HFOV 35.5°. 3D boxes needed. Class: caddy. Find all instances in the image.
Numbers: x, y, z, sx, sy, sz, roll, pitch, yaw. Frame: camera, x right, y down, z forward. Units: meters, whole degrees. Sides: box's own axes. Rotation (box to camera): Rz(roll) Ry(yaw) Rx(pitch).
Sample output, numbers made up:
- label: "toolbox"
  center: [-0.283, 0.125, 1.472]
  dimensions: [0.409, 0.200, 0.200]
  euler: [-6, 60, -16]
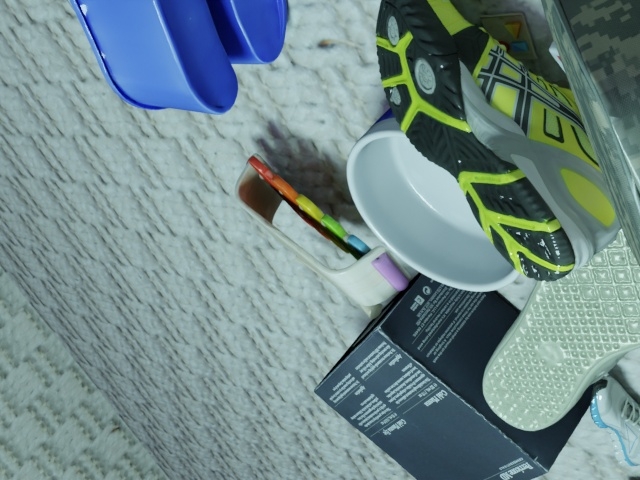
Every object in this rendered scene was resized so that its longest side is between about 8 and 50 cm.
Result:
- label: "caddy"
  center: [-0.187, -0.314, 1.237]
  dimensions: [0.179, 0.241, 0.341]
  euler: [16, 142, 31]

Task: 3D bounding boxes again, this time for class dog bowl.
- label: "dog bowl"
  center: [0.169, -0.065, 1.280]
  dimensions: [0.265, 0.104, 0.265]
  euler: [30, 150, 20]

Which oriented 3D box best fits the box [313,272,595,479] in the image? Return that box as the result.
- label: "box"
  center: [0.200, 0.232, 1.566]
  dimensions: [0.312, 0.179, 0.343]
  euler: [41, 151, 3]

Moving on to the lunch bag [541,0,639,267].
- label: "lunch bag"
  center: [0.304, -0.083, 0.619]
  dimensions: [0.256, 0.212, 0.305]
  euler: [-22, 123, 14]

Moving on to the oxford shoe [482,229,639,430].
- label: "oxford shoe"
  center: [0.349, 0.077, 1.248]
  dimensions: [0.169, 0.130, 0.449]
  euler: [42, 137, 13]

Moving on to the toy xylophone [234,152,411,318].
- label: "toy xylophone"
  center: [0.000, 0.000, 1.517]
  dimensions: [0.323, 0.081, 0.236]
  euler: [38, 175, 29]

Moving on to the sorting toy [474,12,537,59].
- label: "sorting toy"
  center: [0.199, -0.226, 1.121]
  dimensions: [0.083, 0.012, 0.062]
  euler: [8, 137, 45]

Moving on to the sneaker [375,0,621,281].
- label: "sneaker"
  center: [0.193, -0.137, 1.095]
  dimensions: [0.384, 0.147, 0.145]
  euler: [59, 158, 14]

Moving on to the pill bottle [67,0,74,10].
- label: "pill bottle"
  center: [-0.296, -0.389, 1.355]
  dimensions: [0.152, 0.152, 0.272]
  euler: [2, 133, 49]

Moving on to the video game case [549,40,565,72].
- label: "video game case"
  center: [0.345, -0.089, 0.906]
  dimensions: [0.204, 0.025, 0.285]
  euler: [28, 178, 39]

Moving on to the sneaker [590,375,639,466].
- label: "sneaker"
  center: [0.449, 0.258, 1.428]
  dimensions: [0.083, 0.071, 0.190]
  euler: [-1, 139, 43]

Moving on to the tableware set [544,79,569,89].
- label: "tableware set"
  center: [0.302, -0.126, 1.119]
  dimensions: [0.154, 0.024, 0.104]
  euler: [18, 143, 36]
